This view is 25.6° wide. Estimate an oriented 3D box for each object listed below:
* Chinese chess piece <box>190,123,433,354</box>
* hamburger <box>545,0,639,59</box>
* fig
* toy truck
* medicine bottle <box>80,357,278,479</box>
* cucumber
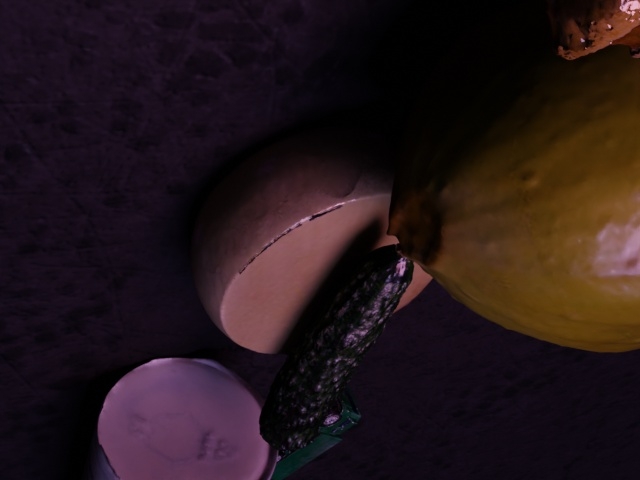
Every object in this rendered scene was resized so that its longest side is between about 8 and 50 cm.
[{"bbox_3d":[0.000,0.000,1.306,0.250,0.097,0.251,-18,148,-12],"label":"Chinese chess piece"},{"bbox_3d":[0.231,-0.255,0.946,0.124,0.262,0.131,-4,-173,-23],"label":"hamburger"},{"bbox_3d":[0.225,-0.060,1.148,0.343,0.343,0.343,-17,148,-11],"label":"fig"},{"bbox_3d":[-0.023,0.216,1.643,0.147,0.065,0.079,-37,149,21],"label":"toy truck"},{"bbox_3d":[-0.173,0.293,1.538,0.189,0.190,0.332,-8,145,-24],"label":"medicine bottle"},{"bbox_3d":[0.016,0.091,1.298,0.067,0.068,0.293,-3,141,-31],"label":"cucumber"}]
